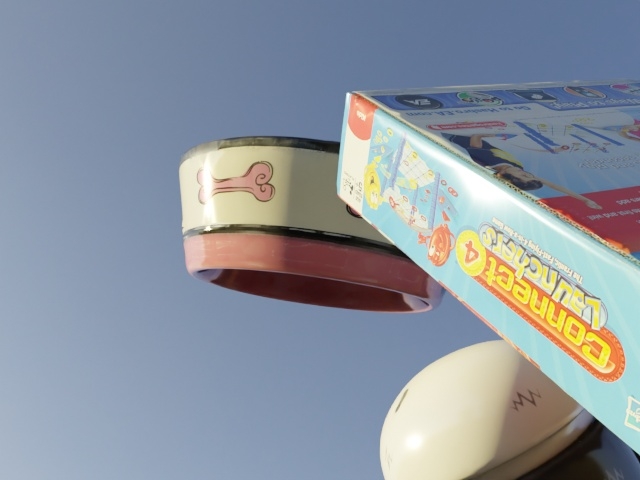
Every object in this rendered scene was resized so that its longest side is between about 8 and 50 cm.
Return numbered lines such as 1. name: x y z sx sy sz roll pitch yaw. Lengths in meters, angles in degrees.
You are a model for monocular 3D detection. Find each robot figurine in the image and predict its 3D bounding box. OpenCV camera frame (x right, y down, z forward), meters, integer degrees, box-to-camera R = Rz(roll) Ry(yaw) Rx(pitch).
1. robot figurine: 0.156 0.209 0.496 0.174 0.209 0.278 -32 -99 23

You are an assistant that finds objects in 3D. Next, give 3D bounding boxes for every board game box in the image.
1. board game box: 0.217 -0.022 0.466 0.309 0.302 0.086 -8 -58 -27

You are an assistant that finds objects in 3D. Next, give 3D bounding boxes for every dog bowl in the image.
1. dog bowl: 0.000 0.000 0.933 0.408 0.150 0.408 8 -12 2
